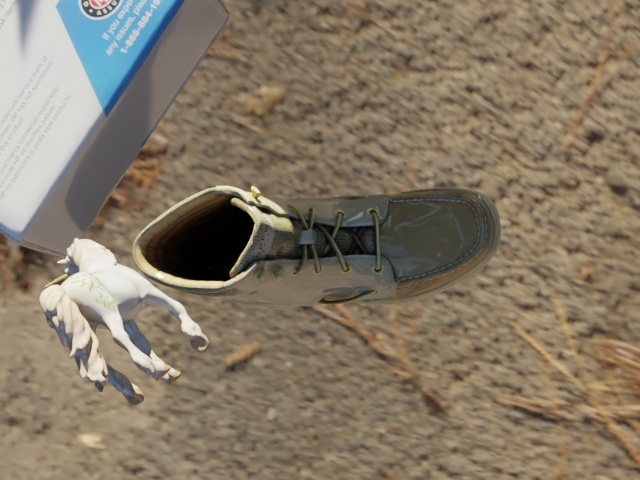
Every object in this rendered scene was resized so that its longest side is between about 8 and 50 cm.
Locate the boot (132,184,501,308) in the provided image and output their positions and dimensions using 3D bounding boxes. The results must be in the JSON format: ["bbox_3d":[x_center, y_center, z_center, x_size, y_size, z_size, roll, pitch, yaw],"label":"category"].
[{"bbox_3d":[0.000,0.000,1.407,0.261,0.203,0.095,-7,81,21],"label":"boot"}]

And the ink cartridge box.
[{"bbox_3d":[-0.256,-0.165,1.225,0.307,0.129,0.223,34,89,9],"label":"ink cartridge box"}]

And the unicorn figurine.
[{"bbox_3d":[-0.124,0.042,1.030,0.060,0.162,0.111,-45,84,0],"label":"unicorn figurine"}]
